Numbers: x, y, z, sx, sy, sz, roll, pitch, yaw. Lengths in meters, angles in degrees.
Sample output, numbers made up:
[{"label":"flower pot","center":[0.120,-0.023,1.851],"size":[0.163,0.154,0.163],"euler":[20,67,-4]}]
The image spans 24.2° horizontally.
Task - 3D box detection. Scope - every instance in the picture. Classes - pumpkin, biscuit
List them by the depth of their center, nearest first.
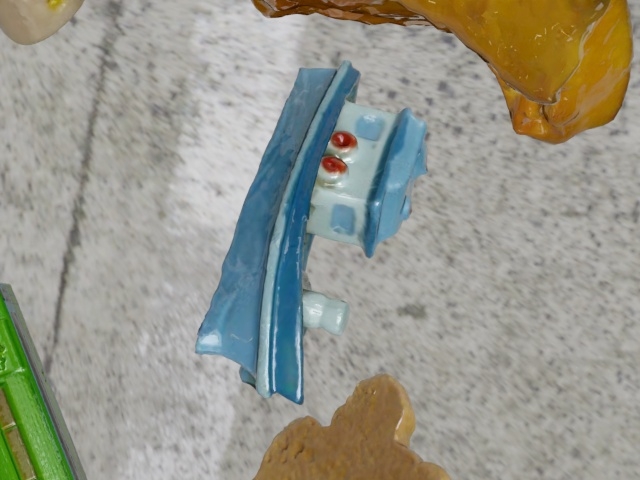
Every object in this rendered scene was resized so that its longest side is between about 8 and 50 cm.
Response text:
[{"label":"pumpkin","center":[-0.006,-0.107,0.556],"size":[0.258,0.290,0.095],"euler":[15,97,9]},{"label":"biscuit","center":[0.007,0.314,1.543],"size":[0.051,0.269,0.375],"euler":[35,73,-43]}]

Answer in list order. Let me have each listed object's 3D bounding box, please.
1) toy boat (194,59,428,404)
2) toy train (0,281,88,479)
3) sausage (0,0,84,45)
[{"label":"toy boat","center":[0.000,0.000,0.886],"size":[0.098,0.237,0.109],"euler":[15,141,5]},{"label":"toy train","center":[-0.156,0.126,0.815],"size":[0.044,0.042,0.209],"euler":[-23,84,-1]},{"label":"sausage","center":[-0.199,-0.231,0.728],"size":[0.066,0.066,0.301],"euler":[-32,128,-5]}]
